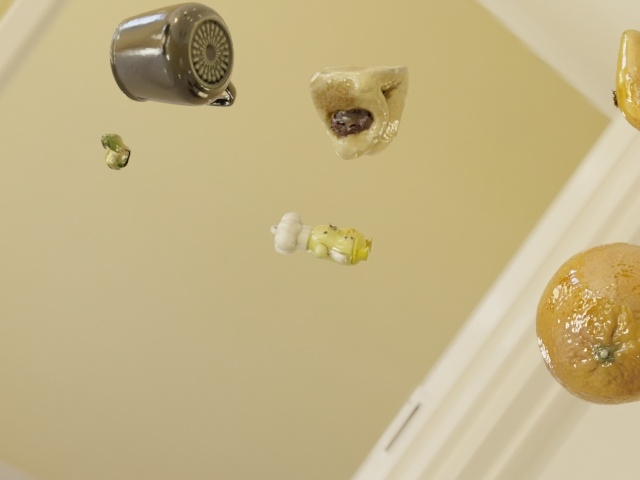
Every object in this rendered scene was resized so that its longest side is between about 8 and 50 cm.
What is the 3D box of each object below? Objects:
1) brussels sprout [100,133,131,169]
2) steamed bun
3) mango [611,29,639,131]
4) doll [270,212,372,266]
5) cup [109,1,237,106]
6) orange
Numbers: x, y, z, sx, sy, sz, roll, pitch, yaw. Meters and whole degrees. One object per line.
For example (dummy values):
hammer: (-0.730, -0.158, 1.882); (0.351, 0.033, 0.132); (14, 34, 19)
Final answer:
brussels sprout: (-0.385, -0.170, 2.642); (0.046, 0.051, 0.083); (43, -25, 25)
steamed bun: (0.066, -0.215, 2.359); (0.141, 0.155, 0.172); (4, 11, 30)
mango: (0.473, -0.227, 2.021); (0.101, 0.187, 0.066); (3, -28, -14)
doll: (0.000, 0.000, 2.225); (0.162, 0.062, 0.106); (11, 21, 6)
cup: (-0.235, -0.291, 2.341); (0.176, 0.169, 0.223); (-1, -31, 32)
orange: (0.441, 0.127, 2.071); (0.264, 0.264, 0.264); (36, 1, 0)
